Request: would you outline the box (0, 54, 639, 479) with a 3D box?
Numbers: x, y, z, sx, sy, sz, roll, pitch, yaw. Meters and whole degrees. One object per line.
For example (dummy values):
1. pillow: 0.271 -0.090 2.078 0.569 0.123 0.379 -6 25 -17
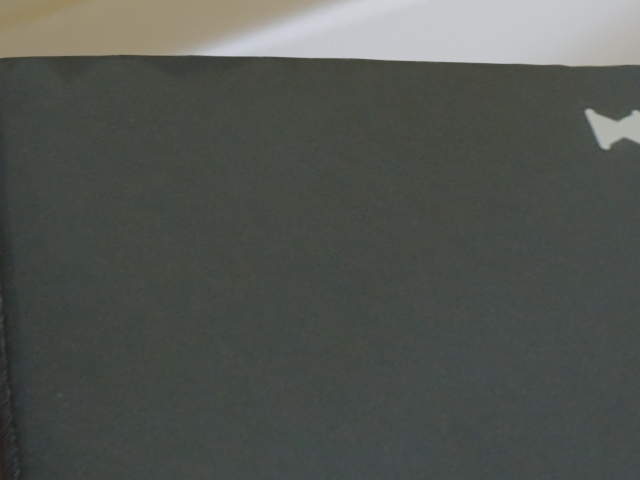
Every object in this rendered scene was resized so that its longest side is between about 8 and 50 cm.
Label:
1. box: 0.003 0.191 0.532 0.293 0.212 0.395 -105 -160 -45
